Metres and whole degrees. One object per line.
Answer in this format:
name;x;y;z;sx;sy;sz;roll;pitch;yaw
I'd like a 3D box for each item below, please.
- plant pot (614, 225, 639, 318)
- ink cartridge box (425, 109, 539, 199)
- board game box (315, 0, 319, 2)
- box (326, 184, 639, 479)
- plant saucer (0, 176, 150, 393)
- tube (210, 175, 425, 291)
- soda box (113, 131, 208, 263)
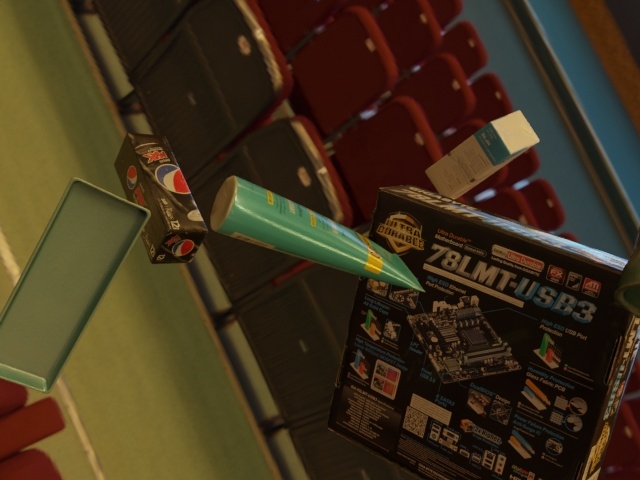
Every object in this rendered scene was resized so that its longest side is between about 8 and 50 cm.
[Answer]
plant pot;0.344;-0.028;0.497;0.293;0.293;0.196;24;78;-44
ink cartridge box;0.238;-0.122;1.324;0.104;0.180;0.060;-25;81;-49
board game box;-0.014;-0.528;1.516;0.210;0.160;0.047;24;53;-45
box;0.163;0.121;0.886;0.073;0.295;0.294;-9;115;-53
plant saucer;-0.210;0.038;0.685;0.067;0.192;0.018;25;20;-23
tube;0.000;0.000;0.793;0.207;0.052;0.080;21;23;-25
soda box;-0.193;-0.053;1.016;0.053;0.060;0.169;1;47;-37
